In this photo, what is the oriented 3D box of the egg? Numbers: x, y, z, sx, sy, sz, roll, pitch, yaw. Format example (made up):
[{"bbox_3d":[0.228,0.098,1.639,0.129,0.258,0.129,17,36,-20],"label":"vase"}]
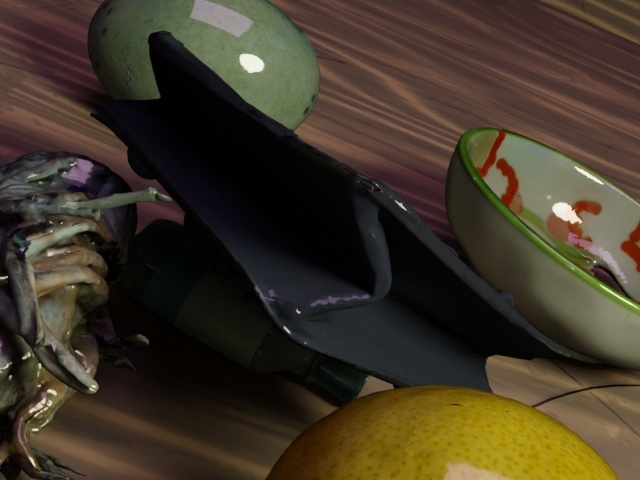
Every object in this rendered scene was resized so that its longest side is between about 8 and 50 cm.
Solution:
[{"bbox_3d":[-0.115,-0.179,1.052,0.237,0.169,0.169,19,27,-17],"label":"egg"}]

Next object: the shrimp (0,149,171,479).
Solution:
[{"bbox_3d":[-0.171,0.037,0.617,0.137,0.172,0.372,13,31,-18],"label":"shrimp"}]

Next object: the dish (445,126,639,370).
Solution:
[{"bbox_3d":[0.246,0.029,1.043,0.324,0.124,0.324,26,26,-14],"label":"dish"}]

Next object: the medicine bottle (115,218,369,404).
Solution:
[{"bbox_3d":[-0.056,0.057,0.807,0.209,0.053,0.090,30,27,4],"label":"medicine bottle"}]

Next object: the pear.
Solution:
[{"bbox_3d":[0.055,0.172,0.530,0.209,0.208,0.209,20,27,-11],"label":"pear"}]

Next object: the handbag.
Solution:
[{"bbox_3d":[0.000,0.000,0.726,0.269,0.118,0.326,34,6,-39],"label":"handbag"}]
